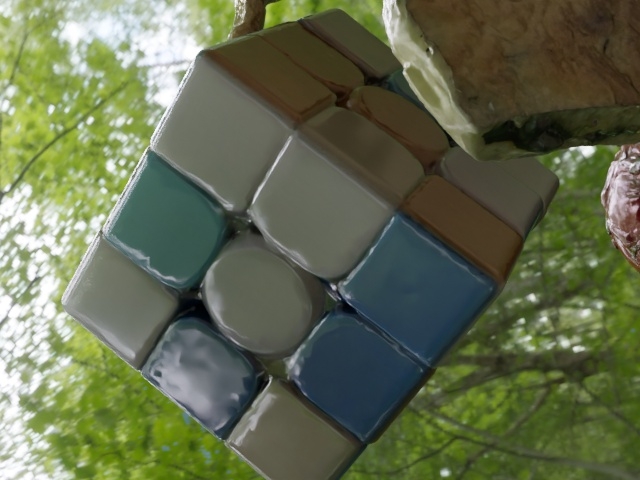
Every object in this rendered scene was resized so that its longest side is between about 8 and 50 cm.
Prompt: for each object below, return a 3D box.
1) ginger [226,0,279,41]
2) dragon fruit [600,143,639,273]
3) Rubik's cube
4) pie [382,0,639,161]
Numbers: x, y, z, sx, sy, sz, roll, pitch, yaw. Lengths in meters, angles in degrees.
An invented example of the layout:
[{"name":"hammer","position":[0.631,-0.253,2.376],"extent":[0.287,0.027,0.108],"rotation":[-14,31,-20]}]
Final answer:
[{"name":"ginger","position":[-0.093,-0.222,1.108],"extent":[0.075,0.089,0.288],"rotation":[15,-122,21]},{"name":"dragon fruit","position":[0.494,-0.038,1.204],"extent":[0.299,0.244,0.244],"rotation":[49,-126,-10]},{"name":"Rubik's cube","position":[0.000,0.000,1.025],"extent":[0.347,0.346,0.344],"rotation":[38,-150,7]},{"name":"pie","position":[0.127,-0.134,0.543],"extent":[0.218,0.052,0.185],"rotation":[-7,-109,-26]}]
